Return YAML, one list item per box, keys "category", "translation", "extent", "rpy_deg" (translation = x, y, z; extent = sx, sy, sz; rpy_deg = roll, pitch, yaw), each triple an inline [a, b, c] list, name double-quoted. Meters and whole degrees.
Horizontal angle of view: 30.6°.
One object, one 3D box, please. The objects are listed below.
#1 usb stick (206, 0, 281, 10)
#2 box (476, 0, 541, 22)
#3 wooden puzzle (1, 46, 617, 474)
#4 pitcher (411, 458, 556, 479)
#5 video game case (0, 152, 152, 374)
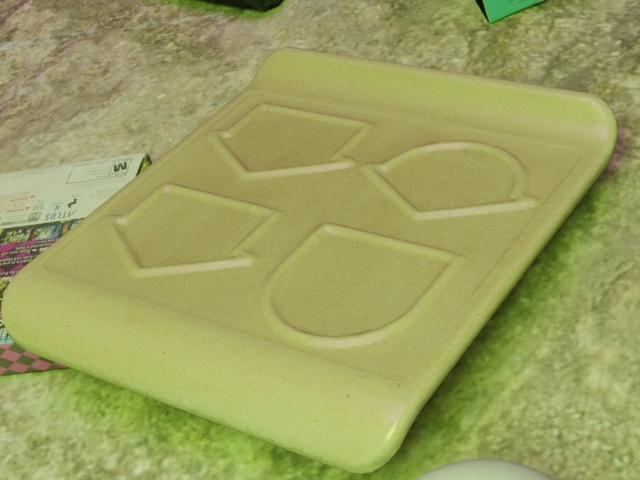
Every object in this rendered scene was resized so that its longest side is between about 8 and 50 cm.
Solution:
- category: "usb stick"
  translation: [-0.144, -0.291, 1.245]
  extent: [0.278, 0.045, 0.077]
  rpy_deg: [17, 53, 35]
- category: "box"
  translation: [0.129, -0.319, 1.017]
  extent: [0.060, 0.244, 0.100]
  rpy_deg: [-23, 40, 4]
- category: "wooden puzzle"
  translation: [0.000, 0.000, 0.831]
  extent: [0.322, 0.080, 0.348]
  rpy_deg: [14, 47, 32]
- category: "pitcher"
  translation: [0.077, 0.196, 0.532]
  extent: [0.125, 0.207, 0.177]
  rpy_deg: [-42, 77, 24]
- category: "video game case"
  translation: [-0.260, 0.022, 0.946]
  extent: [0.232, 0.041, 0.210]
  rpy_deg: [-8, 42, 13]
